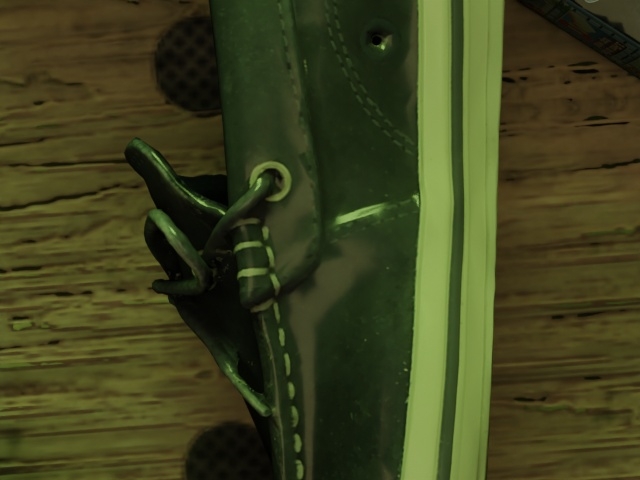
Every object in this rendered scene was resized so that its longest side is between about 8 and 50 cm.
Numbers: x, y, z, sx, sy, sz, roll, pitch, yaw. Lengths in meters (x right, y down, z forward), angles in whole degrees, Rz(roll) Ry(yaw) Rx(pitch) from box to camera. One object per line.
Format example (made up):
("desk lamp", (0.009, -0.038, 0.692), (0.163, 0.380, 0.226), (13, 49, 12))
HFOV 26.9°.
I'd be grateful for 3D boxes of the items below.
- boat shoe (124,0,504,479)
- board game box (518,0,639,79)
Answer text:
("boat shoe", (0.000, 0.000, 0.574), (0.155, 0.187, 0.500), (1, 86, 5))
("board game box", (0.229, -0.115, 0.626), (0.194, 0.060, 0.194), (-43, 92, 1))
